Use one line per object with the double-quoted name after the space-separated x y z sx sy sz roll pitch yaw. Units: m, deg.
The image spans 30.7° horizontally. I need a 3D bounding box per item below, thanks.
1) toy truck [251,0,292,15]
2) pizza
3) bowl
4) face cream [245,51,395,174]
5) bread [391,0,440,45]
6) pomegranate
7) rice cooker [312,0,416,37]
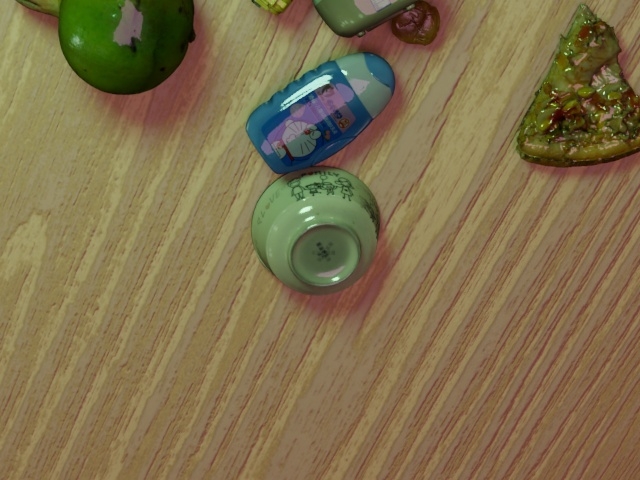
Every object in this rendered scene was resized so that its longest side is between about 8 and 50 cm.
-0.029 -0.464 1.840 0.098 0.114 0.227 37 104 -21 "toy truck"
0.499 -0.245 2.046 0.251 0.074 0.288 13 113 -17 "pizza"
0.000 0.000 2.052 0.237 0.126 0.238 -4 116 -8 "bowl"
0.009 -0.221 1.974 0.264 0.083 0.149 -33 118 7 "face cream"
0.160 -0.366 1.952 0.083 0.046 0.081 39 106 -23 "bread"
-0.340 -0.357 1.797 0.301 0.236 0.236 21 110 -4 "pomegranate"
0.089 -0.407 1.864 0.206 0.145 0.127 -25 99 2 "rice cooker"
